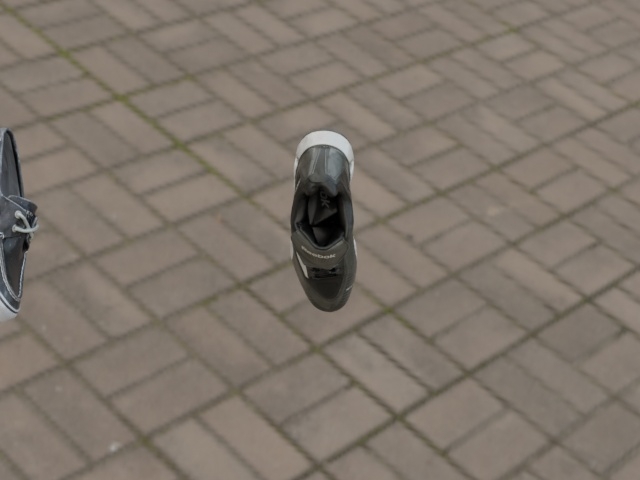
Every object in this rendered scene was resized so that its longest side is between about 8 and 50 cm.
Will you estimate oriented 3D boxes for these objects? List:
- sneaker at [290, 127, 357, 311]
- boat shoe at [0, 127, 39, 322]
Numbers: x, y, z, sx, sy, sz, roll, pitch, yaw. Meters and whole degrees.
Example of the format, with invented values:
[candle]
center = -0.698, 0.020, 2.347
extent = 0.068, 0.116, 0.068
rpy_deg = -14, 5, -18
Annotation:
[sneaker]
center = 0.000, 0.000, 1.473
extent = 0.078, 0.234, 0.106
rpy_deg = 2, 36, 4
[boat shoe]
center = -0.470, -0.029, 1.977
extent = 0.102, 0.108, 0.301
rpy_deg = -18, 66, 8
